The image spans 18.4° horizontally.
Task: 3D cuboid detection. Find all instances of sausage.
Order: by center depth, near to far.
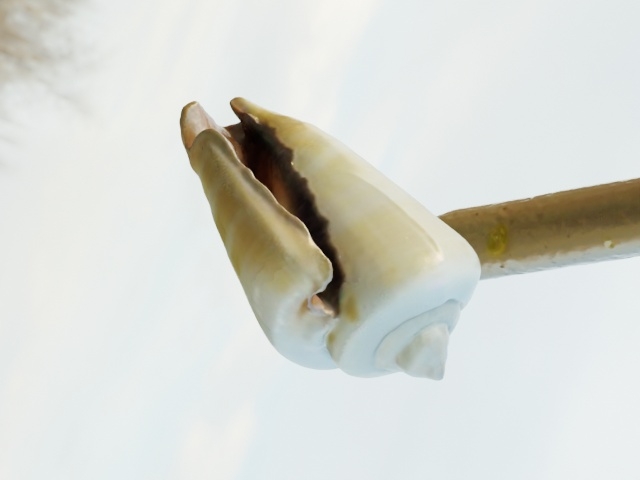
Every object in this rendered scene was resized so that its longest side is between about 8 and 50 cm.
[{"bbox_3d":[0.206,-0.013,1.471,0.301,0.066,0.066,-9,-127,37],"label":"sausage"}]

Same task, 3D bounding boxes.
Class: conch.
[{"bbox_3d":[-0.002,0.010,1.308,0.255,0.158,0.127,47,-45,39],"label":"conch"}]
